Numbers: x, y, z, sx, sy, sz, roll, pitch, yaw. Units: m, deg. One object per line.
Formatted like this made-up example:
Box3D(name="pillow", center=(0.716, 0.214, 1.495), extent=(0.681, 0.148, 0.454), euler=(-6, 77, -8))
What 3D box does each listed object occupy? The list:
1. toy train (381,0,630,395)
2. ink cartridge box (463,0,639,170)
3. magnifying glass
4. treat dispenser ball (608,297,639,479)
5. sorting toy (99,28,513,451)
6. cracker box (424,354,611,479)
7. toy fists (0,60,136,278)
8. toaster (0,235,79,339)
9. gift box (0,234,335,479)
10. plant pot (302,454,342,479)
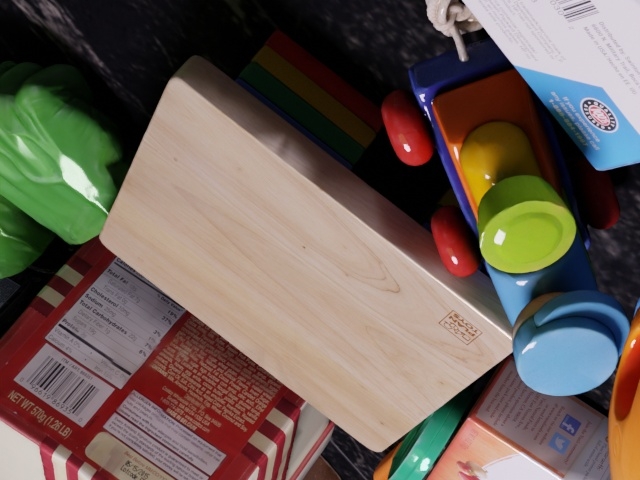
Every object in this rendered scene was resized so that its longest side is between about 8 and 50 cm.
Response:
Box3D(name="toy train", center=(0.089, -0.045, 0.767), extent=(0.105, 0.143, 0.248), euler=(-19, 129, 9))
Box3D(name="ink cartridge box", center=(0.166, -0.118, 0.666), extent=(0.140, 0.082, 0.190), euler=(48, 148, -20))
Box3D(name="magnifying glass", center=(0.072, 0.163, 1.185), extent=(0.026, 0.092, 0.231), euler=(32, 161, 4))
Box3D(name="treat dispenser ball", center=(0.266, 0.085, 0.635), extent=(0.288, 0.288, 0.288), euler=(27, 149, 18))
Box3D(name="sorting toy", center=(0.000, 0.000, 1.011), extent=(0.257, 0.089, 0.255), euler=(37, 151, -1))
Box3D(name="cracker box", center=(0.199, 0.197, 1.097), extent=(0.232, 0.067, 0.156), euler=(32, 151, 8))
Box3D(name="toy fists", center=(-0.246, -0.062, 1.194), extent=(0.142, 0.096, 0.279), euler=(38, 151, -22))
Box3D(name="toaster", center=(-0.315, 0.062, 1.351), extent=(0.168, 0.186, 0.110), euler=(27, 145, 17))
Box3D(name="gift box", center=(-0.150, 0.159, 1.227), extent=(0.255, 0.276, 0.258), euler=(36, 153, 14))
Box3D(name="plant pot", center=(-0.117, 0.293, 1.413), extent=(0.215, 0.230, 0.215), euler=(27, 150, 17))
